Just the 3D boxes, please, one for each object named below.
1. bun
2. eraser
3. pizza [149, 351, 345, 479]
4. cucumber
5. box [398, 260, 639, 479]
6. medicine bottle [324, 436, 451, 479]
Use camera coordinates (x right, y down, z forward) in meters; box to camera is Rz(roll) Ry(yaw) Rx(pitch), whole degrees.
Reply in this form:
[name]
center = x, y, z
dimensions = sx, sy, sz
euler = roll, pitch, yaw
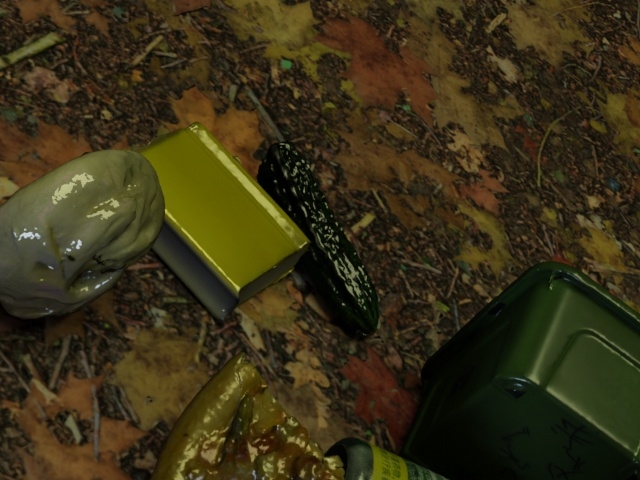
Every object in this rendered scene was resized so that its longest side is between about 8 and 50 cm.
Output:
[bun]
center = -0.250, 0.002, 1.463
dimensions = 0.116, 0.210, 0.237
euler = 53, 29, 14
[eraser]
center = -0.133, -0.030, 1.677
dimensions = 0.226, 0.069, 0.158
euler = 47, 46, 8
[pizza]
center = -0.094, 0.284, 1.356
dimensions = 0.268, 0.087, 0.258
euler = -40, 71, -11
[cucumber]
center = -0.001, 0.000, 1.746
dimensions = 0.077, 0.077, 0.265
euler = -8, 59, -41
[box]
center = 0.250, 0.206, 1.577
dimensions = 0.253, 0.329, 0.178
euler = 34, 53, -4
[medicine bottle]
center = 0.126, 0.327, 1.500
dimensions = 0.293, 0.141, 0.141
euler = 27, 42, -15
